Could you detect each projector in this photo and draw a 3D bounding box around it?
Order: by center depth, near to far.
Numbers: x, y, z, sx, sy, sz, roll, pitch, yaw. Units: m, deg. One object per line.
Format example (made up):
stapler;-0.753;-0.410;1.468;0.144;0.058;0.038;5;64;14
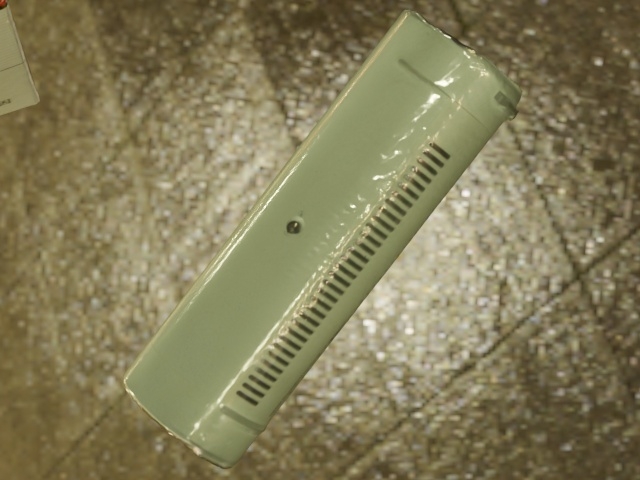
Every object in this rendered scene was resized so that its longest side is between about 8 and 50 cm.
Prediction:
projector;0.000;0.000;1.075;0.337;0.108;0.108;-52;45;4

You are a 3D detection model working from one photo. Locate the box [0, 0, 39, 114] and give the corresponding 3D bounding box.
box;-0.189;-0.075;0.612;0.245;0.139;0.035;138;114;-79
